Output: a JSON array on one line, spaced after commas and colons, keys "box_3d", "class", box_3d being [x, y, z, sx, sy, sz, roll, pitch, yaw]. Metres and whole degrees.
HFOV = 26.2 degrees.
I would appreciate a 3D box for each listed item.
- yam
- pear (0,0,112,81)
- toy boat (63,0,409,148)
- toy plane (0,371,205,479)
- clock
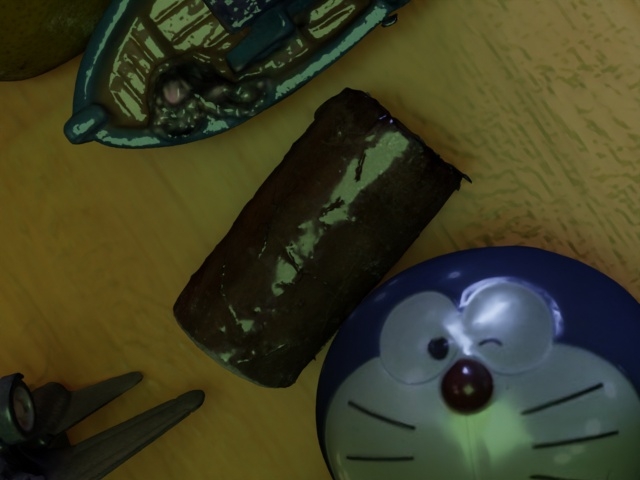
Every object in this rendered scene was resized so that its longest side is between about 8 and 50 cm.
[{"box_3d": [-0.001, -0.001, 0.649, 0.079, 0.079, 0.141, 39, 101, 3], "class": "yam"}, {"box_3d": [-0.166, -0.141, 0.648, 0.141, 0.104, 0.141, 2, 100, 11], "class": "pear"}, {"box_3d": [-0.028, -0.113, 0.630, 0.223, 0.097, 0.100, -38, 87, 11], "class": "toy boat"}, {"box_3d": [-0.173, 0.123, 0.594, 0.212, 0.267, 0.088, -16, 99, 11], "class": "toy plane"}, {"box_3d": [0.078, 0.123, 0.616, 0.199, 0.146, 0.243, -4, 100, 5], "class": "clock"}]
